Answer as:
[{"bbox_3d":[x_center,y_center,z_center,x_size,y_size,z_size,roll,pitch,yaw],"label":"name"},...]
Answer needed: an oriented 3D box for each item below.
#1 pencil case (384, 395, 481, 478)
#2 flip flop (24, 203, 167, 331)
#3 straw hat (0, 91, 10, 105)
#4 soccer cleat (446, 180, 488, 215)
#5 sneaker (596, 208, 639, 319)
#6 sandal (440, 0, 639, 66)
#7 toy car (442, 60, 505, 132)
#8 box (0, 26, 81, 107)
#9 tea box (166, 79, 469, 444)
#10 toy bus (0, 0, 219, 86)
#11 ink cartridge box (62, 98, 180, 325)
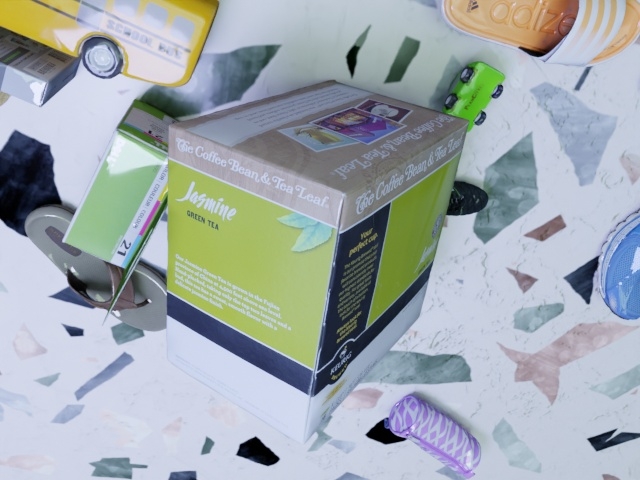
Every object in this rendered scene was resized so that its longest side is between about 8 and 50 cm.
[{"bbox_3d":[0.226,0.383,1.152,0.206,0.088,0.086,35,114,-23],"label":"pencil case"},{"bbox_3d":[-0.342,0.057,0.916,0.112,0.080,0.277,-34,117,14],"label":"flip flop"},{"bbox_3d":[-0.480,-0.215,0.753,0.144,0.144,0.061,-27,77,10],"label":"straw hat"},{"bbox_3d":[0.174,-0.059,0.897,0.178,0.072,0.060,5,120,-8],"label":"soccer cleat"},{"bbox_3d":[0.567,0.000,0.924,0.129,0.147,0.330,15,118,-13],"label":"sneaker"},{"bbox_3d":[0.280,-0.265,0.721,0.265,0.076,0.102,5,120,-7],"label":"sandal"},{"bbox_3d":[0.237,-0.256,0.800,0.239,0.053,0.225,23,116,-17],"label":"toy car"},{"bbox_3d":[-0.402,-0.234,0.704,0.186,0.145,0.038,23,115,-18],"label":"box"},{"bbox_3d":[0.000,0.000,0.738,0.220,0.329,0.324,24,122,24],"label":"tea box"},{"bbox_3d":[-0.301,-0.293,0.699,0.332,0.108,0.130,21,116,-16],"label":"toy bus"},{"bbox_3d":[-0.258,-0.048,0.760,0.097,0.255,0.189,27,114,-19],"label":"ink cartridge box"}]
